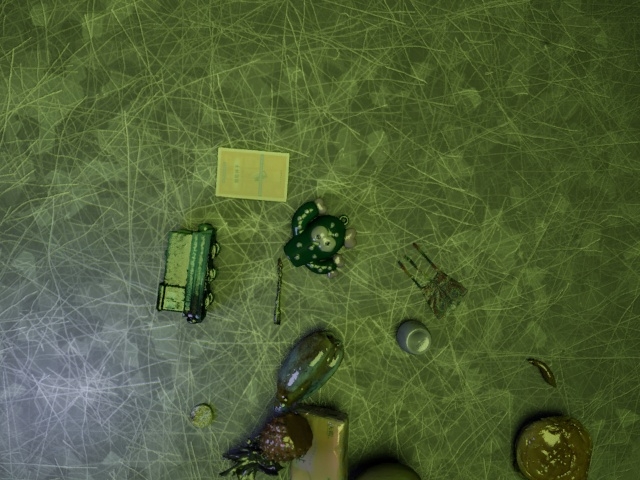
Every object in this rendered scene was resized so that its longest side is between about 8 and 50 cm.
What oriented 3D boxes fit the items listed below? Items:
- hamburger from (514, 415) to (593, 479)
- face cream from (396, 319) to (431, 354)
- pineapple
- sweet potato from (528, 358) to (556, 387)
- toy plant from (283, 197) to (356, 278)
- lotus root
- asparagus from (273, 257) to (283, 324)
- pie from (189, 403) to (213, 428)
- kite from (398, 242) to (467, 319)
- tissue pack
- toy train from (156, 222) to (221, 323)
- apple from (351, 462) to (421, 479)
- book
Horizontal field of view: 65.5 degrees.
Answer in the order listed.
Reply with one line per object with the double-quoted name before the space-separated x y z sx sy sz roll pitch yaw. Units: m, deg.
"hamburger" 0.855 0.779 1.821 0.265 0.134 0.285 1 92 -9
"face cream" 0.328 0.340 1.737 0.117 0.104 0.117 0 93 -8
"pineapple" -0.181 0.700 1.636 0.165 0.165 0.364 43 115 -8
"sweet potato" 0.832 0.487 1.847 0.153 0.038 0.041 46 65 -6
"toy plant" -0.002 -0.005 1.668 0.232 0.112 0.243 30 96 -7
"lotus root" -0.056 0.443 1.685 0.158 0.140 0.322 38 95 -32
"asparagus" -0.143 0.176 1.709 0.022 0.023 0.233 -1 96 -52
"pie" -0.406 0.600 1.705 0.085 0.017 0.085 0 93 -6
"kite" 0.395 0.141 1.779 0.152 0.015 0.285 -43 100 -5
"tissue pack" -0.002 0.698 1.689 0.215 0.123 0.257 2 92 25
"toy train" -0.426 0.103 1.612 0.178 0.138 0.330 7 92 -3
"apple" 0.207 0.938 1.674 0.360 0.312 0.320 -27 70 -1
"book" -0.227 -0.220 1.671 0.241 0.018 0.170 3 94 -8
